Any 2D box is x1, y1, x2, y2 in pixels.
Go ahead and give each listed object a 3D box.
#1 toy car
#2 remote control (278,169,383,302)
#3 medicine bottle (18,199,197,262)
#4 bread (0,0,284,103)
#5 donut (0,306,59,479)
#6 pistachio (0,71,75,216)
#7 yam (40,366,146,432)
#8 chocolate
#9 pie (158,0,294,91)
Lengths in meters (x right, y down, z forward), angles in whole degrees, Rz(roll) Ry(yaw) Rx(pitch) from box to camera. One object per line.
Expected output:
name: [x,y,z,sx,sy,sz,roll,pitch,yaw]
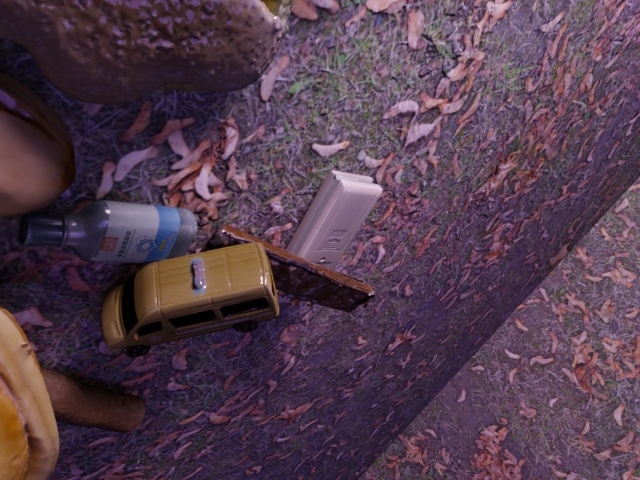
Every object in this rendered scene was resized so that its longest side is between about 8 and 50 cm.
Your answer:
toy car: [-0.191,0.081,0.687,0.257,0.101,0.124,-12,148,-6]
remote control: [0.000,0.000,0.890,0.103,0.055,0.277,1,130,-44]
medicine bottle: [-0.266,-0.010,0.624,0.209,0.053,0.090,3,131,-46]
bread: [-0.182,-0.206,0.348,0.183,0.102,0.337,-43,140,13]
donut: [-0.480,0.183,0.449,0.449,0.198,0.448,-11,125,-16]
pistachio: [-0.317,-0.097,0.413,0.144,0.144,0.215,-46,147,7]
yam: [-0.402,0.247,0.753,0.081,0.081,0.356,-41,145,-1]
chocolate: [-0.051,0.055,0.822,0.329,0.065,0.102,23,128,-30]
pie: [-0.136,-0.274,0.454,0.307,0.071,0.306,-24,140,-22]
